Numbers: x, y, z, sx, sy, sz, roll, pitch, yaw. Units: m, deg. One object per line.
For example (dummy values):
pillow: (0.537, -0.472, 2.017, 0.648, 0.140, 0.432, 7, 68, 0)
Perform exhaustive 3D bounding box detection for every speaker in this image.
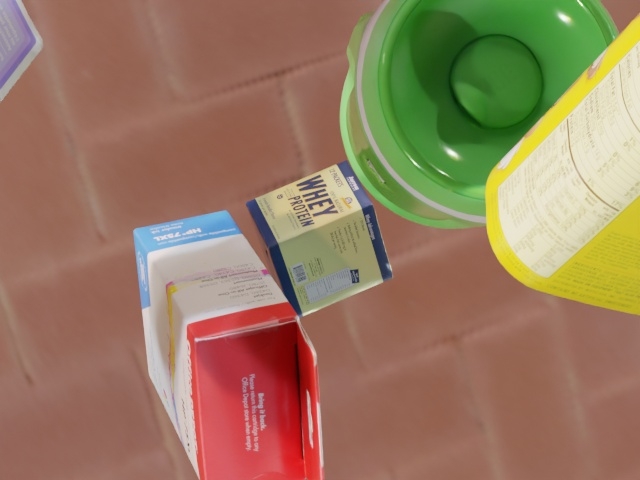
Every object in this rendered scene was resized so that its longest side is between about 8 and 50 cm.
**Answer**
speaker: (0.075, -0.069, 0.972, 0.131, 0.296, 0.131, 0, 90, -1)

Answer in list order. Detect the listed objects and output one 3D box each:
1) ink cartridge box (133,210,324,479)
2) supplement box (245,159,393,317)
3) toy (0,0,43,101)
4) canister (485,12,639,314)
ink cartridge box: (-0.066, 0.089, 1.375, 0.078, 0.231, 0.134, -11, 117, -14)
supplement box: (0.000, 0.000, 1.436, 0.083, 0.056, 0.083, -23, 135, -5)
toy: (-0.165, -0.066, 0.723, 0.056, 0.237, 0.137, -6, 127, 25)
canister: (0.151, -0.038, 0.723, 0.126, 0.170, 0.073, 12, 57, -20)
